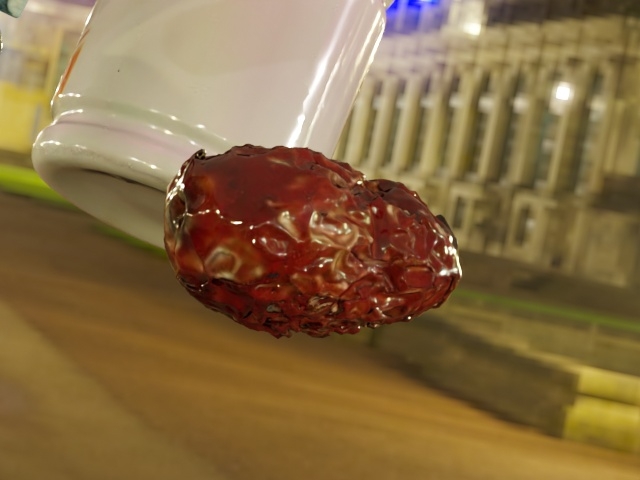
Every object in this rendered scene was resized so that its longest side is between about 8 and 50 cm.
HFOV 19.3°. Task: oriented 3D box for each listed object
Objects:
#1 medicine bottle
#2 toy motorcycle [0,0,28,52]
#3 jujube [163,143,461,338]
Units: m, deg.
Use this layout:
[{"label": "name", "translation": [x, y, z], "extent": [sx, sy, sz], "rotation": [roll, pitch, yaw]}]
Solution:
[{"label": "medicine bottle", "translation": [-0.059, -0.156, 1.362], "extent": [0.202, 0.316, 0.202], "rotation": [21, -15, 6]}, {"label": "toy motorcycle", "translation": [-0.256, -0.205, 1.187], "extent": [0.182, 0.272, 0.123], "rotation": [24, 42, -16]}, {"label": "jujube", "translation": [0.001, 0.004, 0.936], "extent": [0.166, 0.104, 0.104], "rotation": [11, 2, -29]}]
